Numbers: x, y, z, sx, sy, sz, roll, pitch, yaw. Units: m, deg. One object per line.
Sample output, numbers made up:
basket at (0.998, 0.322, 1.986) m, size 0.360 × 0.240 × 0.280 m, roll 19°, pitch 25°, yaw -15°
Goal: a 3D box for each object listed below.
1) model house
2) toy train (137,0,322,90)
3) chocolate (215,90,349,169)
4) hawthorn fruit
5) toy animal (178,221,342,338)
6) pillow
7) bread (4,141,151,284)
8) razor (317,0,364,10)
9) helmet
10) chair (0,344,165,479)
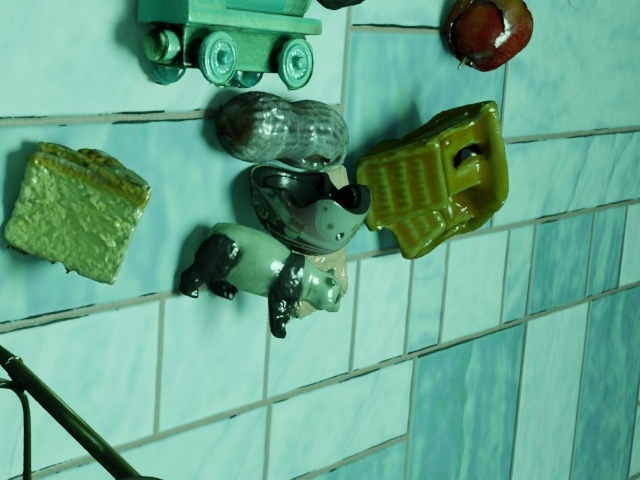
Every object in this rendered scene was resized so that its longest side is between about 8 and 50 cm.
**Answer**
model house at (0.171, -0.079, 2.128) m, size 0.239 × 0.173 × 0.268 m, roll -28°, pitch 120°, yaw -26°
toy train at (-0.114, -0.296, 1.734) m, size 0.298 × 0.120 × 0.194 m, roll -5°, pitch 99°, yaw -53°
chocolate at (-0.050, -0.156, 1.870) m, size 0.248 × 0.110 × 0.110 m, roll 7°, pitch 94°, yaw -54°
hawthorn fruit at (0.277, -0.355, 2.229) m, size 0.172 × 0.148 × 0.148 m, roll -48°, pitch 137°, yaw -11°
toy animal at (-0.075, 0.054, 1.839) m, size 0.094 × 0.225 × 0.121 m, roll -88°, pitch -156°, yaw -73°
pillow at (0.000, 0.000, 2.034) m, size 0.126 × 0.043 × 0.233 m, roll -20°, pitch 118°, yaw -44°
bread at (-0.280, -0.034, 1.560) m, size 0.127 × 0.152 × 0.147 m, roll 12°, pitch 99°, yaw -53°
razor at (0.093, -0.462, 1.968) m, size 0.327 × 0.107 × 0.189 m, roll -30°, pitch 122°, yaw -47°
helmet at (-0.021, -0.037, 1.889) m, size 0.153 × 0.176 × 0.107 m, roll -26°, pitch 130°, yaw -60°
chair at (-0.345, 0.337, 1.346) m, size 0.362 × 0.410 × 0.365 m, roll -14°, pitch 110°, yaw -51°
